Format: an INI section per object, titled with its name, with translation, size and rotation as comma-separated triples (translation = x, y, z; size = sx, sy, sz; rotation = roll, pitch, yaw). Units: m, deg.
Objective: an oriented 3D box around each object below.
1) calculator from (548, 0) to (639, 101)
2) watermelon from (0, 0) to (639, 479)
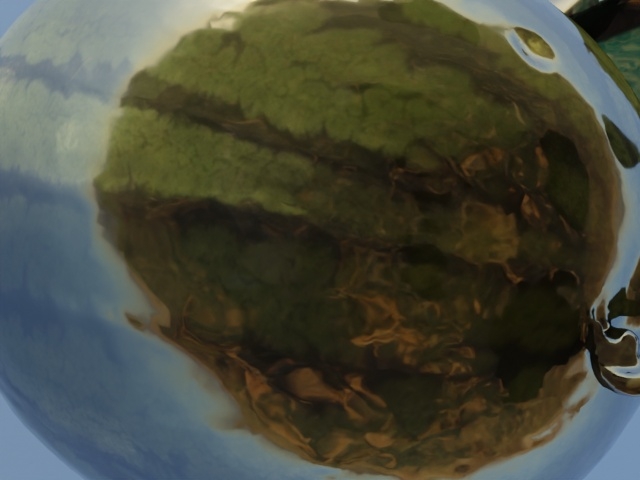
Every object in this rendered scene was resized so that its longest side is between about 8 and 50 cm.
[calculator]
translation = 0.166, -0.039, 1.024
size = 0.274, 0.058, 0.248
rotation = -25, -51, 13
[watermelon]
translation = 0.000, 0.000, 0.817
size = 0.279, 0.359, 0.279
rotation = -25, -60, -52
